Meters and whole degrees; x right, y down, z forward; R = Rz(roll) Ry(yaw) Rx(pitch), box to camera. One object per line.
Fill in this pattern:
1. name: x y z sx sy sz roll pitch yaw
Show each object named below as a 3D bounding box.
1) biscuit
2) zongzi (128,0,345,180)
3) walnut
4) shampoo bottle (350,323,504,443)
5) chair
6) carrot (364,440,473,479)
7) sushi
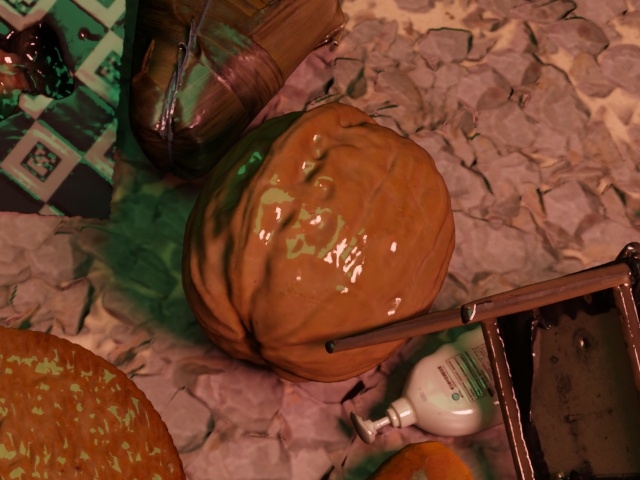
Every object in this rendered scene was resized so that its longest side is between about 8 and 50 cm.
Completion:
1. biscuit: -0.242 0.192 1.208 0.305 0.038 0.305 3 57 -4
2. zongzi: -0.131 -0.178 1.406 0.242 0.112 0.221 27 61 21
3. walnut: 0.000 0.000 1.259 0.213 0.213 0.213 2 58 -3
4. shampoo bottle: 0.095 0.114 1.275 0.152 0.045 0.077 -24 66 -19
5. chair: 0.171 0.107 1.164 0.272 0.166 0.188 -12 86 -37
6. carrot: -0.015 0.255 1.177 0.066 0.066 0.314 40 67 19
7. sushi: -0.269 -0.137 1.383 0.219 0.047 0.231 4 86 -4
